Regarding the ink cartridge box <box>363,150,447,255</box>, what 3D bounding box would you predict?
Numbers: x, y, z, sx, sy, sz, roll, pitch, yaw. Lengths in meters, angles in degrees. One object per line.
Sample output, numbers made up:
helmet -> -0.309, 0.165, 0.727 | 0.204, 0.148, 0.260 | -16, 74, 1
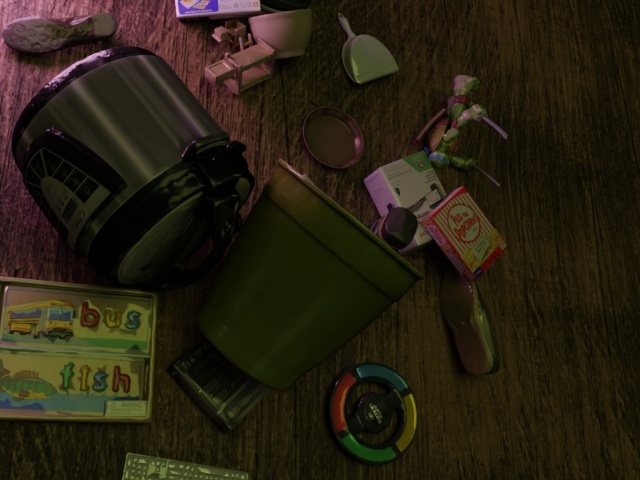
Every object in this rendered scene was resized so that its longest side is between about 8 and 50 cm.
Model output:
ink cartridge box -> 0.233, -0.093, 1.964 | 0.160, 0.092, 0.219 | -24, 84, -31

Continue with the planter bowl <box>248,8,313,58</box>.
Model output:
planter bowl -> -0.091, -0.507, 1.933 | 0.162, 0.162, 0.109 | -17, 106, -30

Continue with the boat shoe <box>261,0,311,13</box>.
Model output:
boat shoe -> -0.161, -0.693, 1.977 | 0.340, 0.113, 0.127 | 30, 61, -14

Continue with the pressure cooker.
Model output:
pressure cooker -> -0.332, -0.115, 1.505 | 0.375, 0.370, 0.420 | -39, 81, -4

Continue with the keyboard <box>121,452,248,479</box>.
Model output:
keyboard -> -0.268, 0.481, 1.558 | 0.256, 0.014, 0.072 | 16, 66, -21

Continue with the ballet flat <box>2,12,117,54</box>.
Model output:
ballet flat -> -0.576, -0.463, 1.732 | 0.249, 0.058, 0.084 | -18, 102, -24

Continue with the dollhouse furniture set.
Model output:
dollhouse furniture set -> -0.232, -0.430, 1.882 | 0.182, 0.101, 0.161 | -32, 63, -30

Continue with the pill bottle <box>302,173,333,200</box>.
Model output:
pill bottle -> 0.000, 0.000, 1.777 | 0.160, 0.160, 0.283 | -38, 91, -31

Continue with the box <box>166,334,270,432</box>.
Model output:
box -> -0.180, 0.261, 1.656 | 0.183, 0.056, 0.231 | 49, 58, -4

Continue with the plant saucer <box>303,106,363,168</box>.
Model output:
plant saucer -> 0.028, -0.255, 1.961 | 0.168, 0.029, 0.169 | 9, 68, -22

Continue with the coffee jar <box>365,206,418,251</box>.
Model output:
coffee jar -> 0.153, -0.009, 1.841 | 0.079, 0.184, 0.096 | 33, 61, -12

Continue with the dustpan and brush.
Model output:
dustpan and brush -> 0.103, -0.522, 2.086 | 0.147, 0.060, 0.211 | -24, 90, -26

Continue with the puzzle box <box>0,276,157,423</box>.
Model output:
puzzle box -> -0.524, 0.212, 1.509 | 0.408, 0.052, 0.272 | 7, 68, -24

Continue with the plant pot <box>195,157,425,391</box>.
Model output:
plant pot -> -0.047, 0.092, 1.530 | 0.366, 0.366, 0.353 | 38, 92, -9

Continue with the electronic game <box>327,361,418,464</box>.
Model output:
electronic game -> 0.120, 0.389, 1.762 | 0.229, 0.048, 0.229 | 9, 69, -23

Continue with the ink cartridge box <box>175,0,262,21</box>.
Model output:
ink cartridge box -> -0.254, -0.643, 1.893 | 0.206, 0.045, 0.208 | -6, 88, -4

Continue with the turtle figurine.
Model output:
turtle figurine -> 0.400, -0.289, 2.063 | 0.198, 0.274, 0.266 | 48, 46, -44

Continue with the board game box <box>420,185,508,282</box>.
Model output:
board game box -> 0.356, -0.015, 1.920 | 0.146, 0.045, 0.193 | -41, 95, -32

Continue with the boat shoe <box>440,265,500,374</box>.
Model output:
boat shoe -> 0.376, 0.199, 1.933 | 0.092, 0.102, 0.285 | 19, 49, -46
